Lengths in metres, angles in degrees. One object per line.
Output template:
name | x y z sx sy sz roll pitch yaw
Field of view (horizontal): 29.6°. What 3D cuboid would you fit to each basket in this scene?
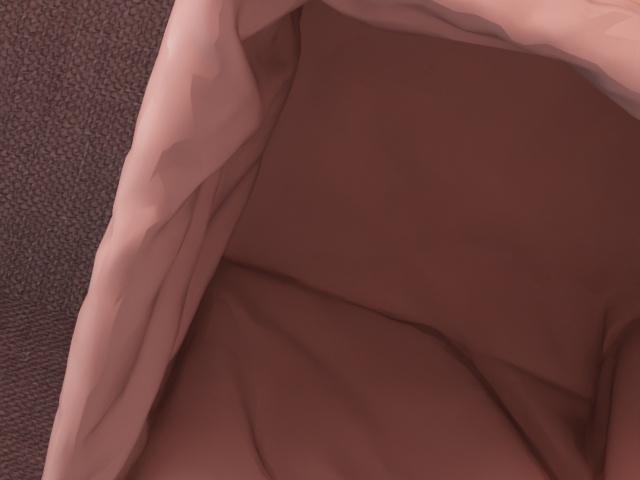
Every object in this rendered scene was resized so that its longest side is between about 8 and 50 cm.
basket | 0.081 0.011 0.546 0.266 0.328 0.331 -79 10 -57
